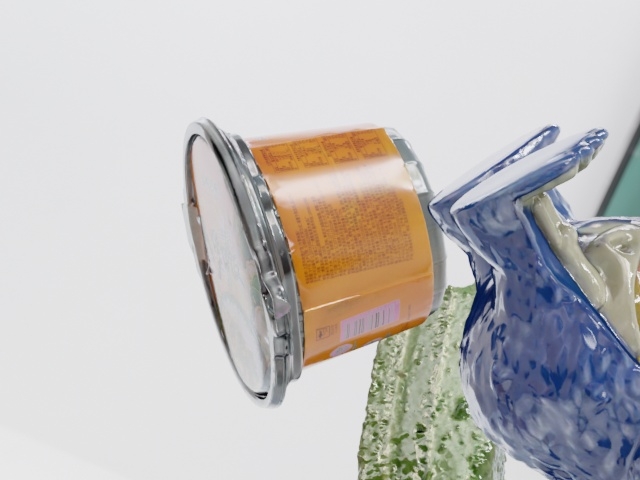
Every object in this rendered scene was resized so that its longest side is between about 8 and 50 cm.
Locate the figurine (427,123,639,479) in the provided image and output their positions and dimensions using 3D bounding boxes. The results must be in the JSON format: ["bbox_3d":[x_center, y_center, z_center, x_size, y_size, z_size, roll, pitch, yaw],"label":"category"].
[{"bbox_3d":[0.137,0.072,0.664,0.121,0.262,0.164,-38,171,11],"label":"figurine"}]

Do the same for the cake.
[{"bbox_3d":[0.081,0.132,1.116,0.099,0.100,0.235,49,44,-68],"label":"cake"}]

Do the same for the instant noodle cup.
[{"bbox_3d":[0.000,0.000,0.949,0.208,0.126,0.177,-126,-155,-53],"label":"instant noodle cup"}]
